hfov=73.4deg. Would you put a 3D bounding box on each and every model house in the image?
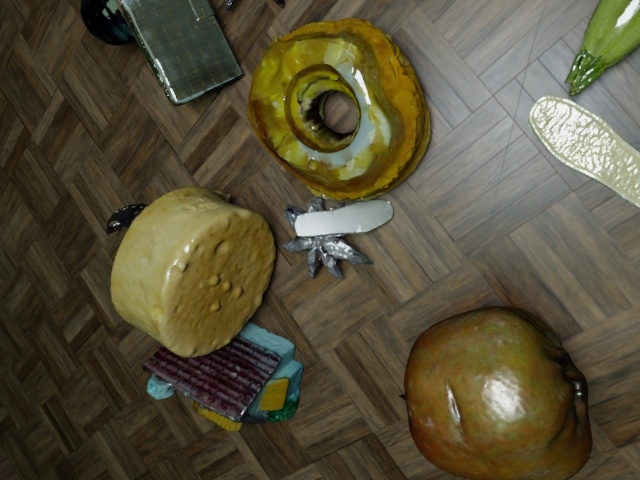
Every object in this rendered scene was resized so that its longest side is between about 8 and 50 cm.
[{"bbox_3d":[-0.217,0.324,0.949,0.280,0.248,0.230,19,110,22],"label":"model house"}]

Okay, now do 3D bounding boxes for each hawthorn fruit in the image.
[{"bbox_3d":[0.255,0.250,0.688,0.300,0.267,0.268,-29,87,38],"label":"hawthorn fruit"}]

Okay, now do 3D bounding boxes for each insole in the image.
[{"bbox_3d":[0.425,-0.132,0.653,0.248,0.011,0.081,41,116,13],"label":"insole"},{"bbox_3d":[0.045,-0.040,0.822,0.191,0.010,0.063,-9,84,3],"label":"insole"}]

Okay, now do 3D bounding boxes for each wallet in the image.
[{"bbox_3d":[-0.295,-0.441,0.842,0.317,0.169,0.044,64,163,-15],"label":"wallet"}]

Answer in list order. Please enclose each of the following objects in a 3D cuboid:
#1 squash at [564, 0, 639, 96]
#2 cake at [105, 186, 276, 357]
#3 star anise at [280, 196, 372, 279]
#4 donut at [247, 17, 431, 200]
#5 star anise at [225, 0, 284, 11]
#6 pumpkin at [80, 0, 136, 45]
[{"bbox_3d":[0.435,-0.348,0.558,0.094,0.094,0.341,29,110,18],"label":"squash"},{"bbox_3d":[-0.300,0.033,0.893,0.320,0.332,0.333,23,111,28],"label":"cake"},{"bbox_3d":[0.000,0.000,0.871,0.180,0.061,0.205,-42,82,28],"label":"star anise"},{"bbox_3d":[0.027,-0.225,0.752,0.329,0.160,0.330,3,99,20],"label":"donut"},{"bbox_3d":[-0.142,-0.556,0.774,0.271,0.102,0.272,5,113,11],"label":"star anise"},{"bbox_3d":[-0.411,-0.500,0.907,0.194,0.194,0.150,-32,115,29],"label":"pumpkin"}]
